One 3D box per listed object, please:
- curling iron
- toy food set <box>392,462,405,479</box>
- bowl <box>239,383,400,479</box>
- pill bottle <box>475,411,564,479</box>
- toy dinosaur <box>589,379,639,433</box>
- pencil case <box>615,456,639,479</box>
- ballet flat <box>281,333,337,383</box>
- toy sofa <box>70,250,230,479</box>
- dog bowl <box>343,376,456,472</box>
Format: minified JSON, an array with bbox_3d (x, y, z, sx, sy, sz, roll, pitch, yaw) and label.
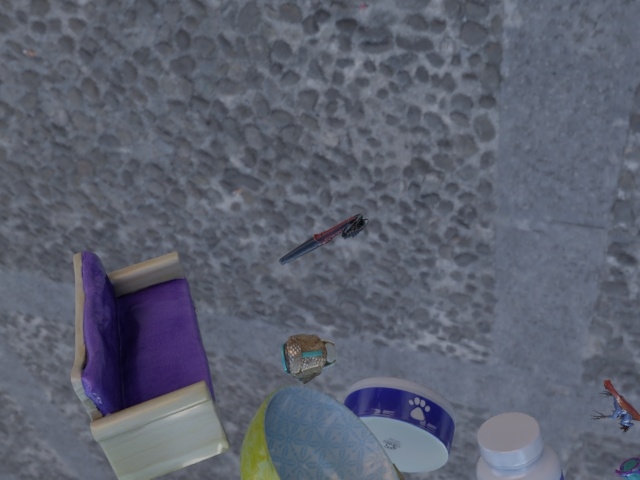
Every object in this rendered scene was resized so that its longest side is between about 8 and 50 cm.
[{"bbox_3d":[0.000,0.000,1.936,0.274,0.068,0.035,-24,109,35],"label":"curling iron"},{"bbox_3d":[0.100,0.461,1.459,0.078,0.122,0.019,53,177,32],"label":"toy food set"},{"bbox_3d":[-0.023,0.380,1.219,0.289,0.289,0.156,38,113,-17],"label":"bowl"},{"bbox_3d":[0.369,0.454,1.469,0.152,0.152,0.272,-4,116,31],"label":"pill bottle"},{"bbox_3d":[0.392,0.210,1.051,0.090,0.047,0.082,-5,137,9],"label":"toy dinosaur"},{"bbox_3d":[0.764,0.582,1.897,0.070,0.064,0.152,-35,95,23],"label":"pencil case"},{"bbox_3d":[-0.009,0.163,1.126,0.067,0.073,0.206,-7,175,3],"label":"ballet flat"},{"bbox_3d":[-0.242,0.141,1.127,0.150,0.363,0.177,-18,121,-6],"label":"toy sofa"},{"bbox_3d":[0.176,0.429,1.873,0.264,0.104,0.265,12,141,10],"label":"dog bowl"}]
